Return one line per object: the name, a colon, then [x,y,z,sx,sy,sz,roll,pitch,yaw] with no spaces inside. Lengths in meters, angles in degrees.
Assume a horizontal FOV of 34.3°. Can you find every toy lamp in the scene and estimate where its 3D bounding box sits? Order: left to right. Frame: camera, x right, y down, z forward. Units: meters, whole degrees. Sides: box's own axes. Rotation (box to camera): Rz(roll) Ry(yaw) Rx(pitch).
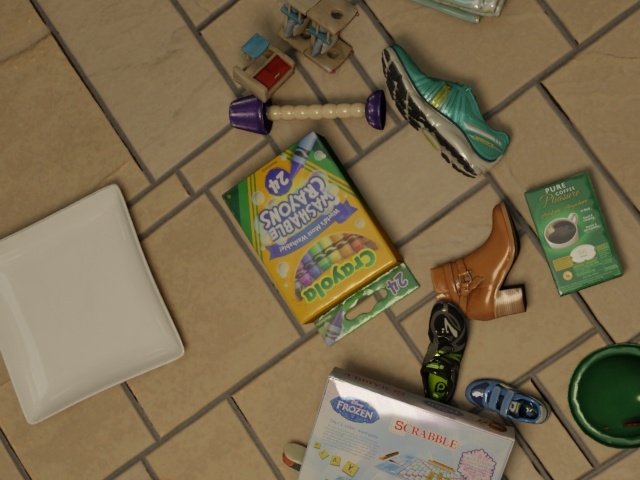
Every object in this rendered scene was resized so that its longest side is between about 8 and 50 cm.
toy lamp: [-0.025,-0.225,1.824,0.274,0.080,0.080,2,88,12]

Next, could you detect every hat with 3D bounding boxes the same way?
hat: [0.490,0.250,1.615,0.208,0.183,0.173,-11,85,14]

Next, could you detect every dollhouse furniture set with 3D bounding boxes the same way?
dollhouse furniture set: [-0.042,-0.332,1.770,0.129,0.129,0.184,37,70,13]

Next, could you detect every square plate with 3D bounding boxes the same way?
square plate: [-0.455,0.120,1.931,0.344,0.049,0.347,-25,82,11]

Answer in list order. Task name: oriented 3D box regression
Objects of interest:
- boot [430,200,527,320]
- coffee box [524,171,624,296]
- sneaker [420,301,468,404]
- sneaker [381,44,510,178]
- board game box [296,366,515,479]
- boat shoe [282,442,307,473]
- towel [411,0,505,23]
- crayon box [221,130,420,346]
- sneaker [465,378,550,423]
boot: [0.259,0.038,1.743,0.152,0.073,0.197,-7,83,18]
coffee box: [0.419,-0.011,1.718,0.113,0.040,0.184,-21,83,12]
sneaker: [0.205,0.195,1.730,0.067,0.078,0.188,8,102,14]
sneaker: [0.208,-0.230,1.767,0.110,0.107,0.275,-40,83,-10]
board game box: [0.122,0.410,1.720,0.318,0.066,0.318,19,102,6]
boat shoe: [-0.005,0.402,1.809,0.137,0.049,0.043,25,136,12]
towel: [0.187,-0.575,1.781,0.374,0.090,0.320,23,90,14]
crayon box: [0.000,0.000,1.803,0.203,0.083,0.323,-35,80,11]
sneaker: [0.311,0.268,1.725,0.144,0.059,0.053,14,93,15]
